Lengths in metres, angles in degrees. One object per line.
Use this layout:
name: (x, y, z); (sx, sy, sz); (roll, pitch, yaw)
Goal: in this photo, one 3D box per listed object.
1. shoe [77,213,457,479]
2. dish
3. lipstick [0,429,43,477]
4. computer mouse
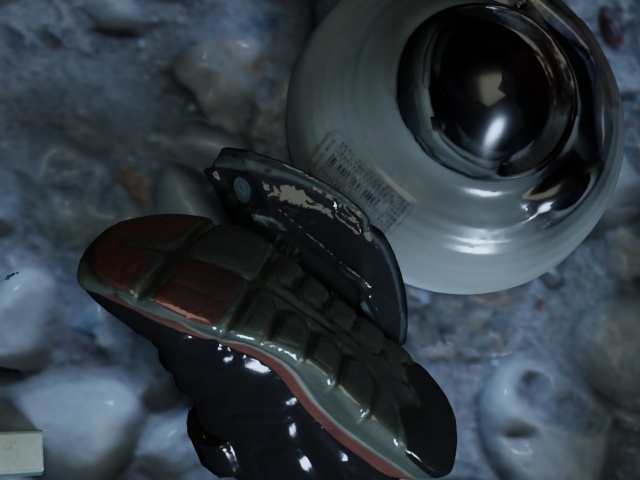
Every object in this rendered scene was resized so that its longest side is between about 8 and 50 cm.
shoe: (-0.046, 0.093, 0.985); (0.291, 0.137, 0.114); (37, 33, -12)
dish: (0.121, -0.105, 1.074); (0.273, 0.134, 0.273); (3, 75, -13)
lipstick: (-0.256, 0.149, 0.975); (0.129, 0.030, 0.030); (-2, 76, -13)
computer mouse: (0.000, 0.000, 1.033); (0.192, 0.106, 0.062); (46, 64, 0)
